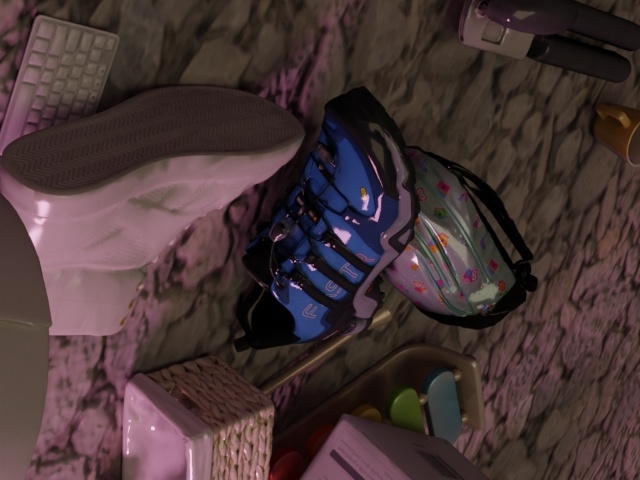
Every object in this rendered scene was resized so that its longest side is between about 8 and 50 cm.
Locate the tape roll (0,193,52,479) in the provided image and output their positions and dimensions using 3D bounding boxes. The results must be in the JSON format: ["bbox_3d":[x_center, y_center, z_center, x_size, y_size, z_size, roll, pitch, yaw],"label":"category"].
[{"bbox_3d":[-0.296,0.085,0.804,0.100,0.286,0.286,16,104,-46],"label":"tape roll"}]

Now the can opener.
[{"bbox_3d":[0.247,-0.204,1.258,0.283,0.095,0.076,6,112,-44],"label":"can opener"}]

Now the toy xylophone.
[{"bbox_3d":[0.032,0.210,1.334,0.322,0.081,0.236,-40,135,-17],"label":"toy xylophone"}]

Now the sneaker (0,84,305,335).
[{"bbox_3d":[-0.144,-0.022,1.017,0.292,0.108,0.169,-20,140,-44],"label":"sneaker"}]

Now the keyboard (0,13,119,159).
[{"bbox_3d":[-0.228,-0.049,0.983,0.072,0.014,0.256,6,110,-44],"label":"keyboard"}]

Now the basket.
[{"bbox_3d":[-0.114,0.204,1.175,0.103,0.113,0.167,-19,128,-36],"label":"basket"}]

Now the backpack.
[{"bbox_3d":[0.111,-0.002,1.230,0.115,0.152,0.182,-48,126,-22],"label":"backpack"}]

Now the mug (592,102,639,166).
[{"bbox_3d":[0.342,-0.130,1.414,0.062,0.064,0.078,-32,132,-23],"label":"mug"}]

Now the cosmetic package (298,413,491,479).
[{"bbox_3d":[0.059,0.315,1.252,0.225,0.138,0.224,-55,145,8],"label":"cosmetic package"}]

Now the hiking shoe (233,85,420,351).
[{"bbox_3d":[0.000,0.000,1.113,0.132,0.113,0.304,-20,143,-25],"label":"hiking shoe"}]
